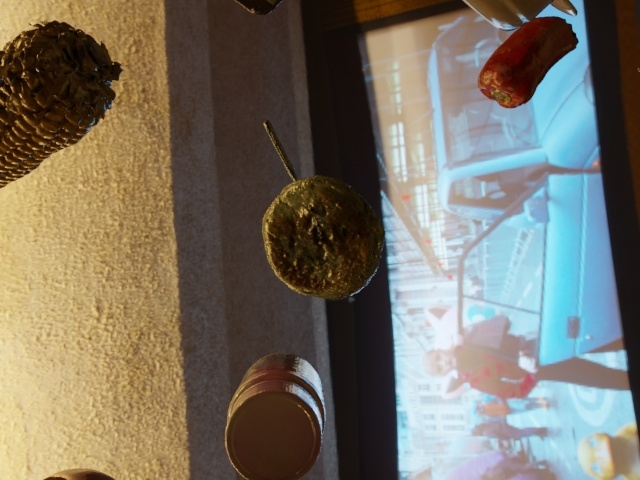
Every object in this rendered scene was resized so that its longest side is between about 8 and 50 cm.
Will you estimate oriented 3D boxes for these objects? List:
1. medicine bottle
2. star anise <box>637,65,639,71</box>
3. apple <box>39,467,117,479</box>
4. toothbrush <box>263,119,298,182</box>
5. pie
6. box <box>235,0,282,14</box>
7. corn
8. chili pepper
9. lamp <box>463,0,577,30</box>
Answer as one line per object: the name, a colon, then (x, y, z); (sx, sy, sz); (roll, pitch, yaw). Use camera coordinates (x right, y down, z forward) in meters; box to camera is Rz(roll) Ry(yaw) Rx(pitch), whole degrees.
medicine bottle: (-0.099, 0.395, 1.285); (0.388, 0.219, 0.219); (104, 159, -88)
star anise: (0.389, -0.145, 0.517); (0.212, 0.157, 0.053); (-85, 13, -50)
apple: (-0.329, 0.439, 0.736); (0.253, 0.253, 0.253); (-7, -90, -69)
toothbrush: (-0.064, -0.150, 1.164); (0.016, 0.019, 0.219); (-33, -78, -29)
pie: (0.000, 0.000, 0.785); (0.041, 0.187, 0.187); (-41, -59, -60)
box: (-0.059, -0.555, 0.938); (0.211, 0.350, 0.058); (21, -133, -45)
corn: (-0.338, -0.112, 0.574); (0.115, 0.318, 0.115); (46, -151, -36)
chili pepper: (0.242, -0.211, 0.658); (0.123, 0.073, 0.070); (-49, -10, -17)
lamp: (0.101, -0.264, 0.420); (0.246, 0.108, 0.179); (48, -155, 14)
